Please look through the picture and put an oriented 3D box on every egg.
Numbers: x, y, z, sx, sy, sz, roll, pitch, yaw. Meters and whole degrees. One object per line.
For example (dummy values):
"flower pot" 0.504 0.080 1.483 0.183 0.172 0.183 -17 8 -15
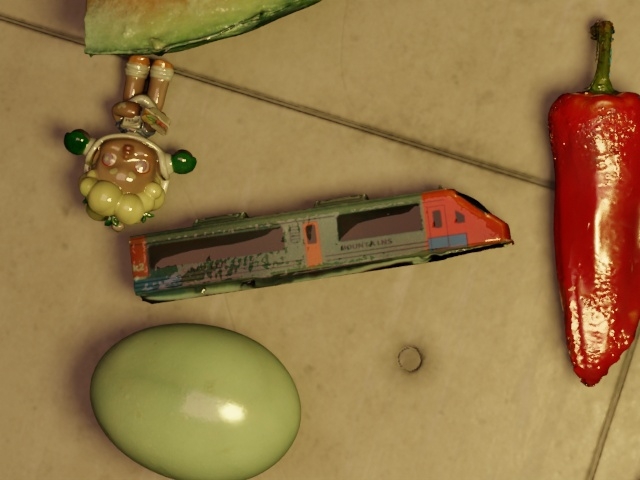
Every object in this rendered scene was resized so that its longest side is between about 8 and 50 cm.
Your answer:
"egg" -0.133 0.172 1.757 0.231 0.168 0.168 10 89 13

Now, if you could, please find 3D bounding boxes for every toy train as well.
"toy train" 0.000 0.000 1.786 0.409 0.086 0.089 -9 84 9

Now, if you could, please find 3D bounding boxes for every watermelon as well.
"watermelon" -0.122 -0.313 1.806 0.264 0.151 0.302 -14 68 11

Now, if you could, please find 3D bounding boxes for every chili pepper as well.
"chili pepper" 0.292 -0.041 1.732 0.110 0.110 0.387 0 90 9

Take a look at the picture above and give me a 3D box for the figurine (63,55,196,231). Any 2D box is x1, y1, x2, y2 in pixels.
"figurine" -0.207 -0.106 1.821 0.147 0.093 0.197 11 88 -1
